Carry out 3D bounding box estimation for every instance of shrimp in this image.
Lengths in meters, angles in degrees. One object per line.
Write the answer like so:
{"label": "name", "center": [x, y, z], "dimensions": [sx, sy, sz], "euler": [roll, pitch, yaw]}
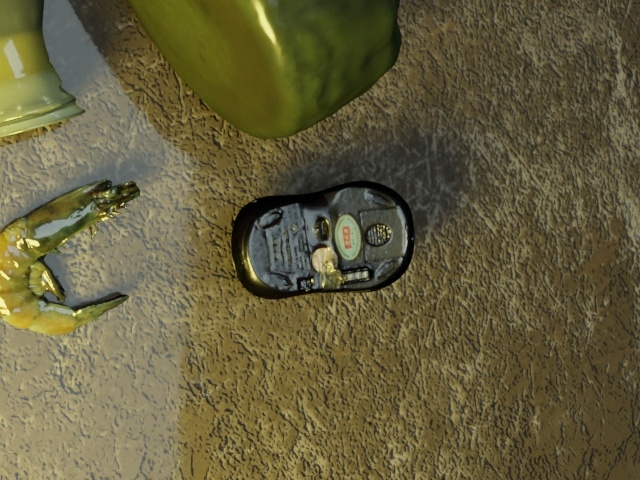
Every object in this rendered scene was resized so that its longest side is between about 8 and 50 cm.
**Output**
{"label": "shrimp", "center": [-0.286, 0.022, 1.287], "dimensions": [0.217, 0.051, 0.150], "euler": [-35, 106, -9]}

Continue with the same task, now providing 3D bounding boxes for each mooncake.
{"label": "mooncake", "center": [-0.070, -0.288, 1.196], "dimensions": [0.194, 0.356, 0.356], "euler": [-40, 104, -18]}

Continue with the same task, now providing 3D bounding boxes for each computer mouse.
{"label": "computer mouse", "center": [0.000, 0.000, 1.365], "dimensions": [0.233, 0.096, 0.137], "euler": [-4, 88, -16]}

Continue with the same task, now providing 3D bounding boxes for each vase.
{"label": "vase", "center": [-0.356, -0.276, 1.195], "dimensions": [0.173, 0.173, 0.321], "euler": [-19, 101, -19]}
